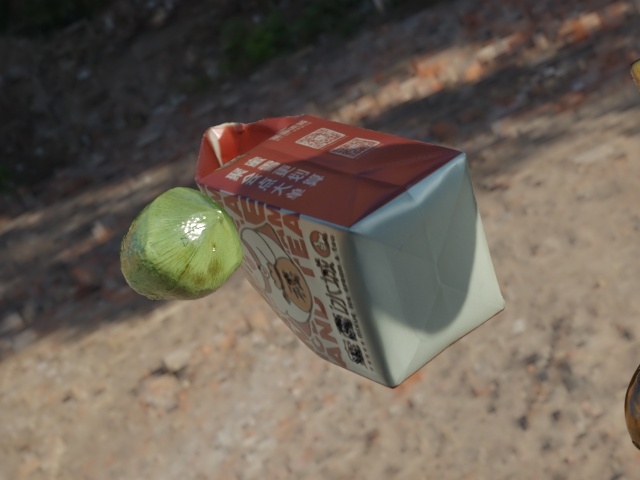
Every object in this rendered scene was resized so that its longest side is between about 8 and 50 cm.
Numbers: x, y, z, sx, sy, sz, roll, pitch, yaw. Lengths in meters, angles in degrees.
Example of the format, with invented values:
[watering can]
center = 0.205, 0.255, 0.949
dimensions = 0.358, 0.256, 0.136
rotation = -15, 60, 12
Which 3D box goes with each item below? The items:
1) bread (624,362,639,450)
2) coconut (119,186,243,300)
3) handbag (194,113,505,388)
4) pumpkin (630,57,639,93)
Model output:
[bread]
center = 0.373, 0.133, 1.671
dimensions = 0.189, 0.077, 0.114
rotation = -42, -26, -8
[coconut]
center = -0.101, 0.004, 1.208
dimensions = 0.096, 0.088, 0.088
rotation = -38, 3, 42
[handbag]
center = 0.000, 0.000, 1.438
dimensions = 0.151, 0.171, 0.298
rotation = -34, 31, -31
[pumpkin]
center = 0.405, -0.068, 1.577
dimensions = 0.130, 0.254, 0.149
rotation = -25, -17, 14
